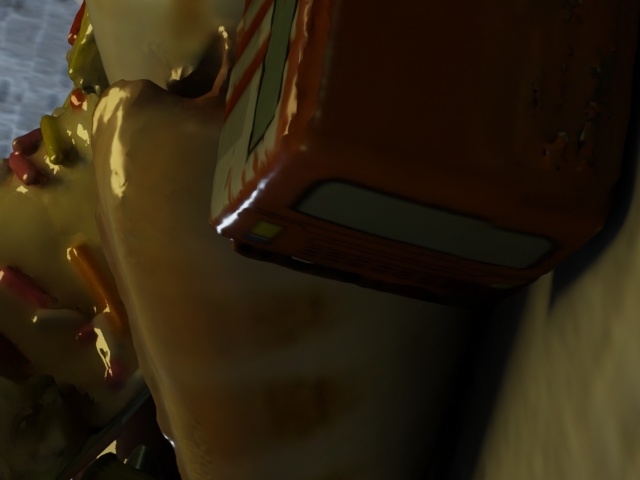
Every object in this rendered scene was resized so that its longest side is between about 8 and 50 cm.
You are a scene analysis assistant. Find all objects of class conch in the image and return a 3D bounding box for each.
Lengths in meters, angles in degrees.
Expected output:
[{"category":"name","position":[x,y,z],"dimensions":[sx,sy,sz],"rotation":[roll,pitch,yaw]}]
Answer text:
[{"category":"conch","position":[0.011,-0.004,0.575],"dimensions":[0.158,0.127,0.255],"rotation":[-89,-14,-66]}]

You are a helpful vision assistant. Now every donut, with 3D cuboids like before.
[{"category":"donut","position":[-0.119,0.006,0.958],"dimensions":[0.371,0.150,0.307],"rotation":[-48,-2,5]}]

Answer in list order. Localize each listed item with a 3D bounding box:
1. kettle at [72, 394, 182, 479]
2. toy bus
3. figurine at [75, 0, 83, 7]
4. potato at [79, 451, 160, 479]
[{"category":"kettle","position":[-0.080,0.125,1.186],"dimensions":[0.202,0.144,0.232],"rotation":[73,-162,-55]},{"category":"toy bus","position":[0.051,-0.189,0.502],"dimensions":[0.092,0.093,0.409],"rotation":[138,143,-70]},{"category":"figurine","position":[-0.065,-0.187,1.158],"dimensions":[0.162,0.236,0.141],"rotation":[-90,4,-84]},{"category":"potato","position":[-0.109,0.268,0.939],"dimensions":[0.280,0.212,0.330],"rotation":[-53,-1,1]}]
